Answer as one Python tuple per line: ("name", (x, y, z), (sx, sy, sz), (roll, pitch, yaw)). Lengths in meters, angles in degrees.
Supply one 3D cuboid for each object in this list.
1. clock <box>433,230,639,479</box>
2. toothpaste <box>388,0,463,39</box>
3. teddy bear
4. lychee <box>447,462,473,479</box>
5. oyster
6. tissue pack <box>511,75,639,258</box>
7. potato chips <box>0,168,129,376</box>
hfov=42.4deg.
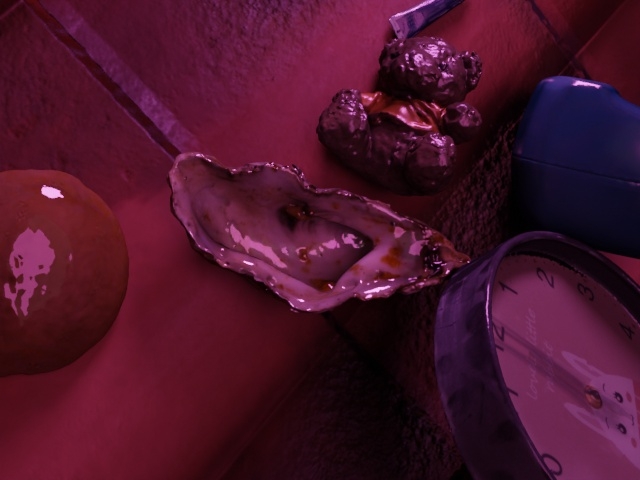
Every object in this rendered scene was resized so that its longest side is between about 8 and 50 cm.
("clock", (0.284, 0.165, 0.864), (0.386, 0.076, 0.386), (23, 47, -27))
("toothpaste", (0.143, -0.290, 1.026), (0.140, 0.021, 0.037), (-35, 103, -19))
("teddy bear", (0.104, -0.147, 0.950), (0.190, 0.177, 0.140), (-68, 156, -10))
("lychee", (0.252, 0.363, 0.925), (0.267, 0.267, 0.267), (1, 88, -24))
("oyster", (-0.002, -0.002, 0.908), (0.341, 0.110, 0.166), (2, 83, -21))
("tissue pack", (0.374, -0.073, 0.989), (0.287, 0.198, 0.206), (11, 99, 5))
("potato chips", (-0.281, 0.033, 0.807), (0.195, 0.062, 0.208), (45, 70, -18))
